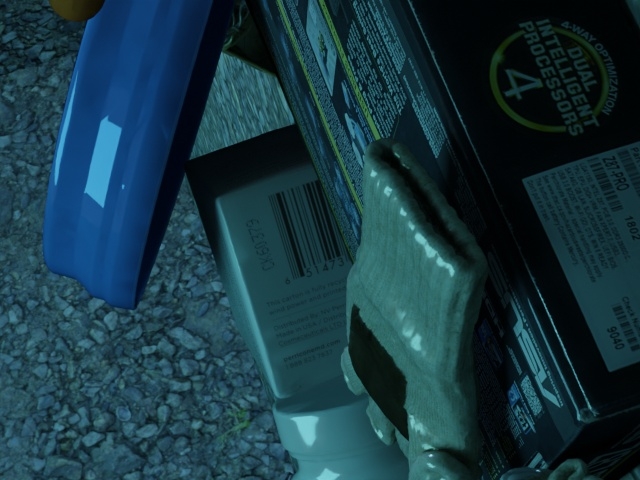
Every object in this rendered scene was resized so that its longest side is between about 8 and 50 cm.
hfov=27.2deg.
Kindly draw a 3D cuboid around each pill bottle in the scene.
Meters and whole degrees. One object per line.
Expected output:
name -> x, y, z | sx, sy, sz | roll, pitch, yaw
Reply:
pill bottle -> 0.065, 0.240, 1.033 | 0.162, 0.162, 0.279 | -155, 47, -78

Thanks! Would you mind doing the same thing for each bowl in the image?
bowl -> -0.119, -0.143, 0.995 | 0.391, 0.077, 0.391 | -163, 90, -86

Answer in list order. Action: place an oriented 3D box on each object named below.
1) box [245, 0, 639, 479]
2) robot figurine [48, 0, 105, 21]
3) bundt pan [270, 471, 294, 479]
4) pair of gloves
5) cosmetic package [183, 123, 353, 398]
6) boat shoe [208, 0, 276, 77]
box -> 0.058, -0.063, 0.675 | 0.318, 0.097, 0.395 | 100, 150, -67
robot figurine -> -0.082, -0.193, 0.596 | 0.219, 0.128, 0.158 | -178, 69, -78
bundt pan -> 0.050, 0.369, 1.248 | 0.331, 0.124, 0.331 | -18, -90, -71
pair of gloves -> 0.070, 0.100, 0.533 | 0.240, 0.042, 0.204 | 59, 167, 24
cosmetic package -> 0.000, 0.000, 0.978 | 0.183, 0.151, 0.152 | -136, 28, -74
boat shoe -> -0.073, -0.194, 1.245 | 0.048, 0.056, 0.153 | 50, -174, 23
